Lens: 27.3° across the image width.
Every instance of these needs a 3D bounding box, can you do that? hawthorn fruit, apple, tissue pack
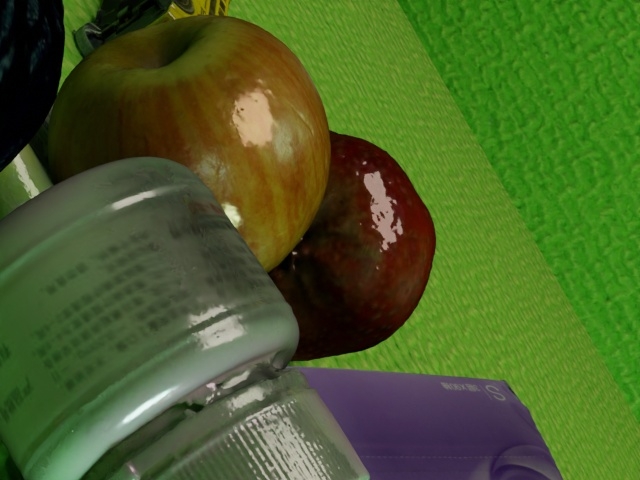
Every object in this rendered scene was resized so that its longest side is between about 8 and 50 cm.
[{"bbox_3d":[0.000,0.000,1.525,0.287,0.287,0.330,61,13,8],"label":"hawthorn fruit"},{"bbox_3d":[-0.126,-0.080,1.264,0.286,0.286,0.233,-88,163,-58],"label":"apple"},{"bbox_3d":[0.075,0.251,1.245,0.338,0.160,0.242,9,44,-43],"label":"tissue pack"}]

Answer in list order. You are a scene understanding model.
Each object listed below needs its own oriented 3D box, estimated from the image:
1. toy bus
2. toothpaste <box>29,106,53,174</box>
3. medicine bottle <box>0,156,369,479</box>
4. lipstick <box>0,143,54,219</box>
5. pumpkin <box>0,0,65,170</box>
[{"bbox_3d":[-0.195,-0.293,1.651,0.152,0.144,0.330,48,23,-29],"label":"toy bus"},{"bbox_3d":[-0.301,-0.145,1.306,0.282,0.068,0.099,53,46,-35],"label":"toothpaste"},{"bbox_3d":[-0.125,0.115,1.016,0.302,0.241,0.241,55,18,14],"label":"medicine bottle"},{"bbox_3d":[-0.346,-0.155,1.176,0.304,0.076,0.076,59,19,-2],"label":"lipstick"},{"bbox_3d":[-0.348,-0.177,0.916,0.363,0.266,0.363,45,22,-23],"label":"pumpkin"}]
